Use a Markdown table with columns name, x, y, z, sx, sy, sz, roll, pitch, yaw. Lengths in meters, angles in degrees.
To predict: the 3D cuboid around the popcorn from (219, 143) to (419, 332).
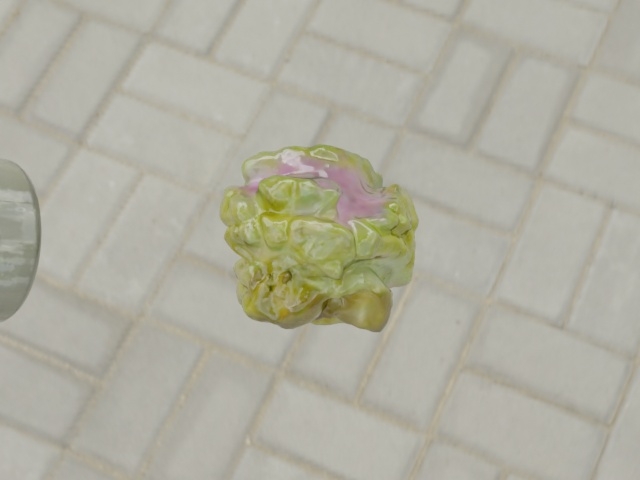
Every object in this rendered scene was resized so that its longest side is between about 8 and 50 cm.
| name | x | y | z | sx | sy | sz | roll | pitch | yaw |
| --- | --- | --- | --- | --- | --- | --- | --- | --- | --- |
| popcorn | 0.000 | 0.000 | 0.924 | 0.126 | 0.145 | 0.126 | 10 | 96 | 12 |

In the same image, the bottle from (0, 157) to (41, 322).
| name | x | y | z | sx | sy | sz | roll | pitch | yaw |
| --- | --- | --- | --- | --- | --- | --- | --- | --- | --- |
| bottle | -0.291 | -0.006 | 0.826 | 0.233 | 0.110 | 0.110 | 4 | 55 | -38 |
